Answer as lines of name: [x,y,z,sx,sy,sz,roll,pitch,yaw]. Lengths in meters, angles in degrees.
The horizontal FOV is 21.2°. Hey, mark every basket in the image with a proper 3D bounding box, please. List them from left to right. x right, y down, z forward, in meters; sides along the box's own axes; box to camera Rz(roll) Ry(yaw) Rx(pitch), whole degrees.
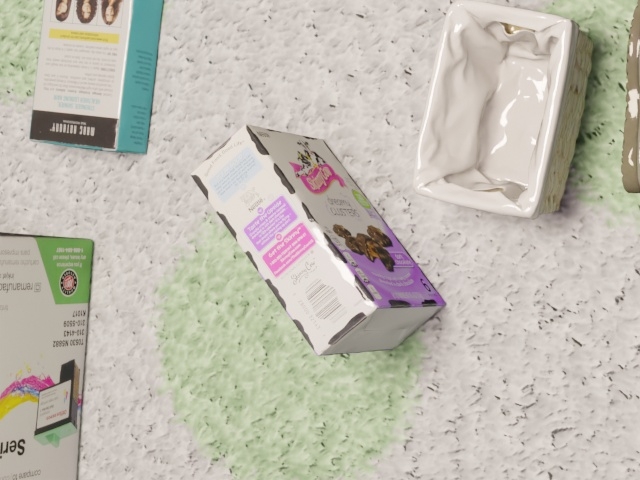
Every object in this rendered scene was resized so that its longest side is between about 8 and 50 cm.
basket: [0.158,-0.108,1.437,0.113,0.103,0.167,13,95,24]

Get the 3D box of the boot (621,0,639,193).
boot: [0.351,-0.113,1.366,0.208,0.076,0.190,2,93,27]

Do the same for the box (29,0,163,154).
box: [-0.207,-0.208,1.627,0.100,0.060,0.244,8,93,25]

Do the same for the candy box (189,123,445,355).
candy box: [0.000,0.000,1.473,0.070,0.165,0.196,-41,74,18]

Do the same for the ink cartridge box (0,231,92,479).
ink cartridge box: [-0.319,0.131,1.596,0.117,0.201,0.278,4,91,25]
